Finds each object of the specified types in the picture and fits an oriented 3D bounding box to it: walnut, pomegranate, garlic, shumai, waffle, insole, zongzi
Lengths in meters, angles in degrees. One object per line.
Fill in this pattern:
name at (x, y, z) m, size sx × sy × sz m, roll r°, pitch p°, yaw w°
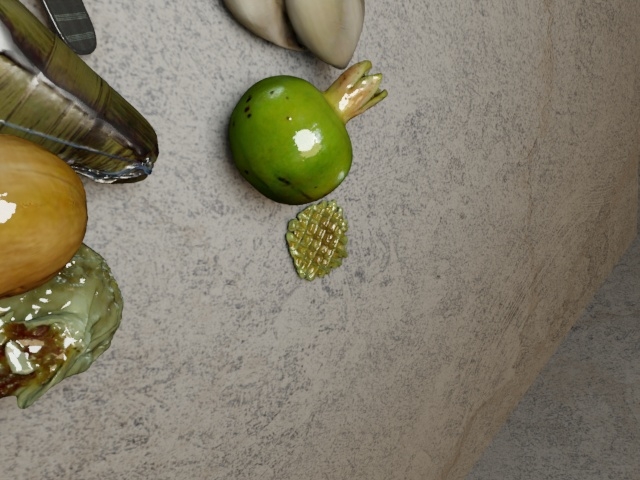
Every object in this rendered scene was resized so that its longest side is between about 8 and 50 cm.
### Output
walnut at (-0.404, -0.011, 0.443) m, size 0.297 × 0.203 × 0.203 m, roll -22°, pitch 119°, yaw -39°
pomegranate at (-0.016, -0.200, 0.755) m, size 0.301 × 0.236 × 0.236 m, roll -32°, pitch 128°, yaw 8°
garlic at (-0.047, -0.429, 0.726) m, size 0.231 × 0.246 × 0.340 m, roll -10°, pitch 142°, yaw 12°
shumai at (-0.392, 0.110, 0.595) m, size 0.189 × 0.218 × 0.256 m, roll -43°, pitch 128°, yaw -3°
waffle at (0.000, 0.000, 0.980) m, size 0.169 × 0.036 × 0.184 m, roll -30°, pitch 123°, yaw -29°
insole at (-0.363, -0.393, 0.523) m, size 0.110 × 0.012 × 0.310 m, roll -75°, pitch 157°, yaw -56°
zongzi at (-0.410, -0.125, 0.564) m, size 0.300 × 0.138 × 0.286 m, roll -43°, pitch 137°, yaw -1°
